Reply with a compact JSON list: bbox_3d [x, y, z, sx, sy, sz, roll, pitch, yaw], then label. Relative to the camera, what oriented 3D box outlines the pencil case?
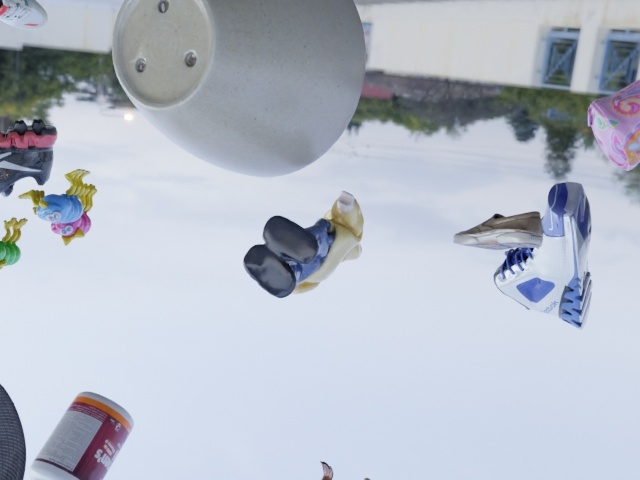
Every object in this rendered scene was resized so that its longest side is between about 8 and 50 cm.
[{"bbox_3d":[0.532,-0.216,1.142,0.284,0.124,0.124,-30,-170,8],"label":"pencil case"}]

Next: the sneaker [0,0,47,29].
[{"bbox_3d":[-0.466,-0.343,1.168,0.075,0.057,0.161,54,-165,31],"label":"sneaker"}]

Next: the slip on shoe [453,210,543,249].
[{"bbox_3d":[0.219,-0.012,0.981,0.051,0.041,0.135,10,173,-29],"label":"slip on shoe"}]

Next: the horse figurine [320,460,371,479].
[{"bbox_3d":[0.034,0.492,1.275,0.066,0.174,0.263,36,-163,-41],"label":"horse figurine"}]

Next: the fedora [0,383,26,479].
[{"bbox_3d":[-0.405,0.271,0.802,0.275,0.124,0.244,-34,-121,-13],"label":"fedora"}]

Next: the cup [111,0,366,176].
[{"bbox_3d":[-0.139,-0.251,1.072,0.330,0.331,0.237,14,-169,29],"label":"cup"}]

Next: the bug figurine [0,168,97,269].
[{"bbox_3d":[-0.403,-0.005,1.045,0.278,0.072,0.216,-24,180,7],"label":"bug figurine"}]

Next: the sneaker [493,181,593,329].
[{"bbox_3d":[0.424,0.041,1.539,0.182,0.316,0.127,7,-138,27],"label":"sneaker"}]

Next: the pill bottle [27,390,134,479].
[{"bbox_3d":[-0.431,0.386,1.388,0.121,0.121,0.221,11,-128,20],"label":"pill bottle"}]

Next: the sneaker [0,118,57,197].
[{"bbox_3d":[-0.601,-0.138,1.390,0.275,0.135,0.097,-5,-164,-17],"label":"sneaker"}]

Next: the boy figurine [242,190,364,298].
[{"bbox_3d":[0.000,0.000,1.146,0.092,0.177,0.285,37,-161,11],"label":"boy figurine"}]
